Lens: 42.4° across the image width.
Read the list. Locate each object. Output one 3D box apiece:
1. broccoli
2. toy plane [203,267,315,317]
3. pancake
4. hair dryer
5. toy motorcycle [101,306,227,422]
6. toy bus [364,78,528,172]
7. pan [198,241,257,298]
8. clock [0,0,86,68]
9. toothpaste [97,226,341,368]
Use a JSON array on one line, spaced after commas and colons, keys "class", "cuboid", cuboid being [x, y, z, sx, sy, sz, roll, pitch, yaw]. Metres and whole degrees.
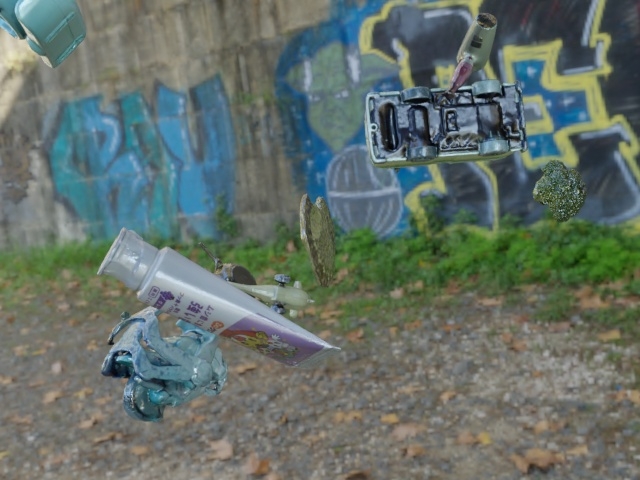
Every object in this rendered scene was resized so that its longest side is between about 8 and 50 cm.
[{"class": "broccoli", "cuboid": [0.632, -0.134, 2.177, 0.137, 0.162, 0.145, -4, 25, 43]}, {"class": "toy plane", "cuboid": [-0.139, 0.118, 1.892, 0.286, 0.092, 0.108, 15, -11, -37]}, {"class": "pancake", "cuboid": [0.000, 0.000, 1.805, 0.029, 0.212, 0.235, -9, -9, 14]}, {"class": "hair dryer", "cuboid": [0.248, -0.296, 1.387, 0.054, 0.154, 0.106, 24, -23, 7]}, {"class": "toy motorcycle", "cuboid": [-0.263, 0.205, 1.480, 0.154, 0.206, 0.260, -6, 5, 34]}, {"class": "toy bus", "cuboid": [0.213, -0.199, 1.478, 0.275, 0.134, 0.165, -5, -5, -4]}, {"class": "pan", "cuboid": [-0.240, 0.085, 2.121, 0.048, 0.202, 0.128, -43, 14, 29]}, {"class": "clock", "cuboid": [-0.465, -0.377, 1.173, 0.094, 0.274, 0.223, -51, 3, -9]}, {"class": "toothpaste", "cuboid": [-0.123, 0.084, 1.010, 0.299, 0.073, 0.114, 30, -33, -13]}]
